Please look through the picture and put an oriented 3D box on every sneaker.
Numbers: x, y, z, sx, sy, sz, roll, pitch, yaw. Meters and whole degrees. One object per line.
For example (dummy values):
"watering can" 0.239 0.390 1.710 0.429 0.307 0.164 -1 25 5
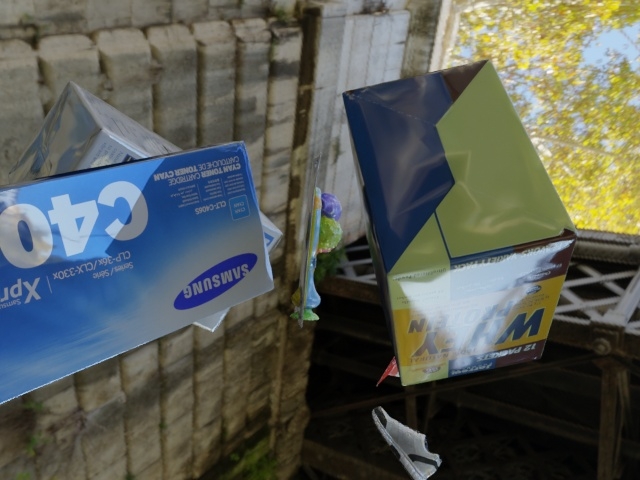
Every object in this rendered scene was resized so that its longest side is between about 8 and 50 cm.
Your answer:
"sneaker" 0.102 0.239 0.732 0.109 0.044 0.040 48 -7 40

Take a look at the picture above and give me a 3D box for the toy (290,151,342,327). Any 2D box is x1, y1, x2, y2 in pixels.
"toy" 0.000 0.000 0.885 0.056 0.137 0.237 10 -88 -6

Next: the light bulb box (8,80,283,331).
"light bulb box" -0.322 -0.066 1.103 0.225 0.361 0.358 -54 -143 5

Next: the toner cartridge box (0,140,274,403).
"toner cartridge box" -0.209 0.019 0.553 0.075 0.348 0.165 4 -71 46

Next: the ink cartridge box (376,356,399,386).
"ink cartridge box" 0.204 0.236 1.295 0.045 0.179 0.145 36 -61 20

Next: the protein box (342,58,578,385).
"protein box" 0.112 -0.010 0.553 0.201 0.136 0.199 74 5 -53
